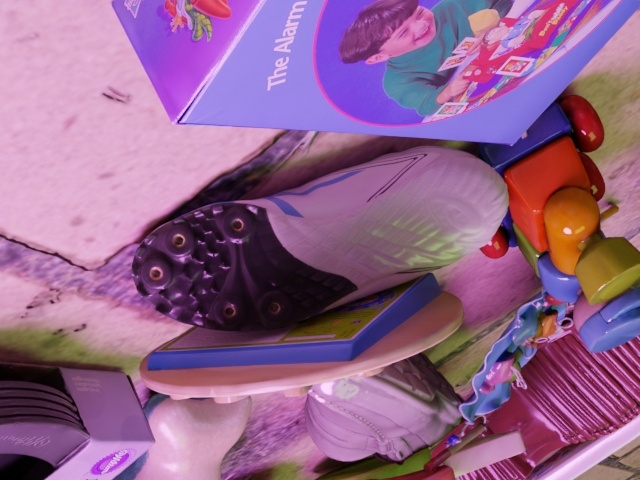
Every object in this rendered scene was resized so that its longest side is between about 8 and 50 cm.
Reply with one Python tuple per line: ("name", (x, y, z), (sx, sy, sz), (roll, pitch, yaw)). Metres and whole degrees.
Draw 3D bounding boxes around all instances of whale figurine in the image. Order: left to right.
("whale figurine", (-0.154, 0.222, 0.914), (0.216, 0.141, 0.272), (-1, 118, -51))

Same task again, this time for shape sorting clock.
("shape sorting clock", (-0.011, 0.063, 0.715), (0.206, 0.040, 0.206), (-13, -168, 3))

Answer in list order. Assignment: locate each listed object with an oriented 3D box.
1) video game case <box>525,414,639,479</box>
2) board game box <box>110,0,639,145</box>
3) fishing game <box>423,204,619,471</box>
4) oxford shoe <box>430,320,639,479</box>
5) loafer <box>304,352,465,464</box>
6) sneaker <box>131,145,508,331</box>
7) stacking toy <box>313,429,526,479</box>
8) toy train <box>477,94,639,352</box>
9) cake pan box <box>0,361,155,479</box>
("video game case", (0.301, 0.221, 1.338), (0.227, 0.026, 0.206), (-39, -176, 18))
("board game box", (0.097, -0.187, 0.466), (0.233, 0.078, 0.347), (-2, 142, -44))
("fishing game", (0.187, 0.090, 0.990), (0.189, 0.041, 0.264), (-16, 137, -60))
("oxford shoe", (0.259, 0.164, 1.243), (0.348, 0.123, 0.130), (-41, 174, 27))
("loafer", (0.037, 0.136, 0.938), (0.111, 0.112, 0.319), (-43, 153, 4))
("sneaker", (0.000, 0.000, 0.705), (0.237, 0.085, 0.086), (-14, -176, -13))
("stacking toy", (0.046, 0.295, 1.097), (0.279, 0.130, 0.309), (-13, 174, -38))
("toy train", (0.163, -0.021, 0.750), (0.105, 0.143, 0.248), (-30, 154, 1))
("cake pan box", (-0.273, 0.167, 0.735), (0.267, 0.070, 0.245), (-39, 154, 19))
